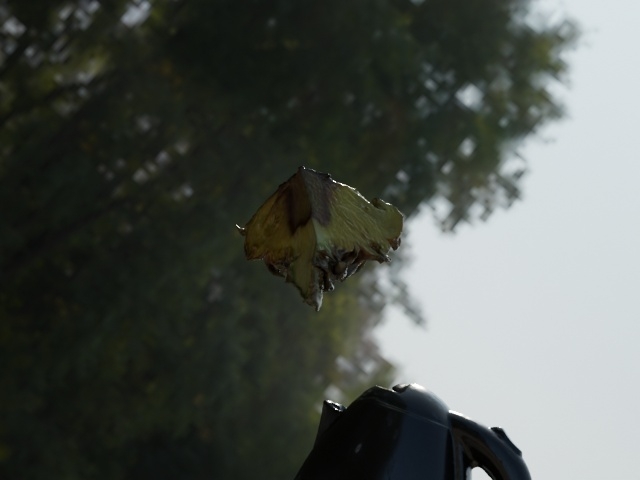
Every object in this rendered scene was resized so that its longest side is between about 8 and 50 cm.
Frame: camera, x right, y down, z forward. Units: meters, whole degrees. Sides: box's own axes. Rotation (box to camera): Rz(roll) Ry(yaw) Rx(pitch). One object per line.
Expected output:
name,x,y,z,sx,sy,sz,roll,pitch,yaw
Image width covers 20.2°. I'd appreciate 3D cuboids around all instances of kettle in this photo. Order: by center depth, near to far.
kettle,0.090,0.306,1.953,0.268,0.290,0.207,20,-7,16

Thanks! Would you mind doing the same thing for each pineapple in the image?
pineapple,0.000,0.000,1.186,0.114,0.114,0.077,-93,-179,-56
